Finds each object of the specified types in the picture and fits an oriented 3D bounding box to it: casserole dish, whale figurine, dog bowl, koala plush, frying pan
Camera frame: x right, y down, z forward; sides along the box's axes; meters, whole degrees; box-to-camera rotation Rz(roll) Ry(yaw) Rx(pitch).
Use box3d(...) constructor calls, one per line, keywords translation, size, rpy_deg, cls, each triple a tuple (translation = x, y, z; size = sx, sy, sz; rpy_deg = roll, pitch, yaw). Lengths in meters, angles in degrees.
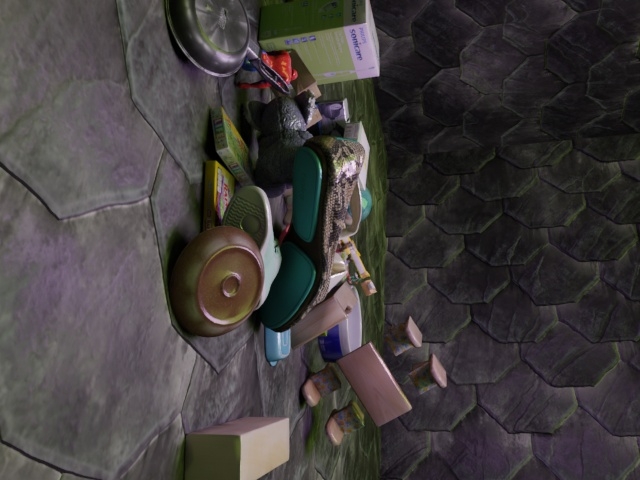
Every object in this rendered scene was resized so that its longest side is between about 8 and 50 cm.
box3d(translation=(-0.104, 0.214, 1.408), size=(0.114, 0.036, 0.189), rpy_deg=(35, 52, -74), cls="casserole dish")
box3d(translation=(0.096, -0.173, 2.076), size=(0.272, 0.141, 0.216), rpy_deg=(48, 16, -50), cls="whale figurine")
box3d(translation=(0.070, 0.287, 1.961), size=(0.265, 0.104, 0.265), rpy_deg=(-3, 90, -76), cls="dog bowl")
box3d(translation=(-0.076, -0.228, 1.286), size=(0.203, 0.196, 0.221), rpy_deg=(36, 47, -78), cls="koala plush")
box3d(translation=(-0.164, -0.359, 1.076), size=(0.326, 0.053, 0.197), rpy_deg=(52, 47, -34), cls="frying pan")

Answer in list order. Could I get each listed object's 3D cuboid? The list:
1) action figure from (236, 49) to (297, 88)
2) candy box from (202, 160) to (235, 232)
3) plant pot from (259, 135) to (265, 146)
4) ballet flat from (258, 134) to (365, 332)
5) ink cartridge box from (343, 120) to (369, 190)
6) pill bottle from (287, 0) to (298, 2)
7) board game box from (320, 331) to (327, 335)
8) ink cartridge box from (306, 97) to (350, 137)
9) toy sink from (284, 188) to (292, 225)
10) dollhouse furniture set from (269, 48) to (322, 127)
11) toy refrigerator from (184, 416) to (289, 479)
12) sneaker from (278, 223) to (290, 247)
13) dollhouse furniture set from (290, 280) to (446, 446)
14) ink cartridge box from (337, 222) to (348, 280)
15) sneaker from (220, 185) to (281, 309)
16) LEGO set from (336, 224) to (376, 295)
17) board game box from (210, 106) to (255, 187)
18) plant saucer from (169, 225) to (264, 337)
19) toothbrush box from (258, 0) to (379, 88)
box3d(translation=(-0.165, -0.385, 1.229), size=(0.280, 0.139, 0.092), rpy_deg=(2, 86, -54), cls="action figure")
box3d(translation=(-0.197, -0.041, 1.105), size=(0.105, 0.027, 0.206), rpy_deg=(51, 37, -74), cls="candy box")
box3d(translation=(-0.114, -0.245, 1.420), size=(0.079, 0.083, 0.083), rpy_deg=(-49, 135, -53), cls="plant pot")
box3d(translation=(0.000, 0.000, 1.235), size=(0.182, 0.164, 0.483), rpy_deg=(-9, 128, -36), cls="ballet flat")
box3d(translation=(0.116, -0.213, 1.706), size=(0.235, 0.056, 0.171), rpy_deg=(61, 32, -51), cls="ink cartridge box")
box3d(translation=(-0.032, -0.690, 1.761), size=(0.117, 0.117, 0.215), rpy_deg=(-76, 158, -52), cls="pill bottle")
box3d(translation=(-0.003, 0.203, 1.808), size=(0.092, 0.043, 0.181), rpy_deg=(66, 24, -55), cls="board game box")
box3d(translation=(0.021, -0.264, 1.770), size=(0.065, 0.165, 0.333), rpy_deg=(-63, 146, -64), cls="ink cartridge box")
box3d(translation=(-0.022, -0.162, 1.597), size=(0.234, 0.152, 0.131), rpy_deg=(-74, 156, -51), cls="toy sink")
box3d(translation=(-0.079, -0.378, 1.496), size=(0.123, 0.144, 0.151), rpy_deg=(60, 4, 23), cls="dollhouse furniture set")
box3d(translation=(-0.144, 0.390, 1.055), size=(0.269, 0.102, 0.094), rpy_deg=(41, 47, -72), cls="toy refrigerator")
box3d(translation=(-0.038, 0.006, 1.507), size=(0.314, 0.115, 0.136), rpy_deg=(-39, 138, -73), cls="sneaker")
box3d(translation=(0.095, 0.335, 1.570), size=(0.394, 0.362, 0.256), rpy_deg=(58, 13, 1), cls="dollhouse furniture set")
box3d(translation=(0.056, 0.040, 2.046), size=(0.115, 0.067, 0.198), rpy_deg=(-28, 115, -76), cls="ink cartridge box")
box3d(translation=(-0.129, -0.007, 1.124), size=(0.151, 0.094, 0.256), rpy_deg=(-67, 163, -61), cls="sneaker")
box3d(translation=(0.081, 0.068, 1.931), size=(0.287, 0.107, 0.132), rpy_deg=(62, 7, -18), cls="LEGO set")
box3d(translation=(-0.178, -0.185, 1.167), size=(0.154, 0.026, 0.104), rpy_deg=(60, 15, -62), cls="board game box")
box3d(translation=(-0.164, 0.075, 0.982), size=(0.198, 0.036, 0.199), rpy_deg=(-15, 111, -45), cls="plant saucer")
box3d(translation=(0.002, -0.525, 1.511), size=(0.206, 0.283, 0.122), rpy_deg=(56, 33, -63), cls="toothbrush box")
